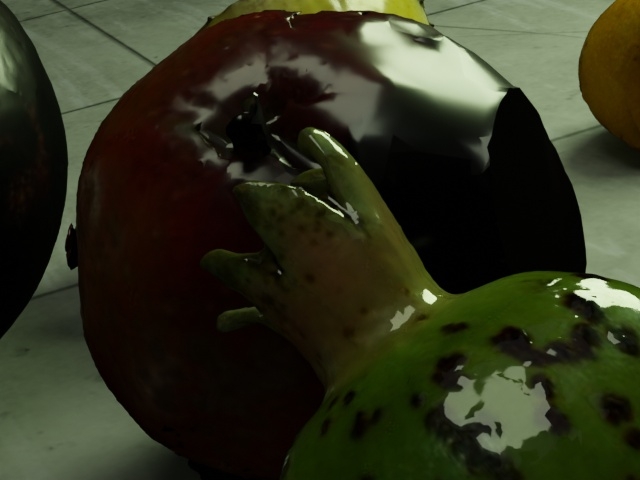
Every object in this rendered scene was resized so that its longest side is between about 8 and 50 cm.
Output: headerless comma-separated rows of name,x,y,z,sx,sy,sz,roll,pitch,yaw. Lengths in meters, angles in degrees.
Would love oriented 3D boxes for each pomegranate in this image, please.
pomegranate,0.054,0.107,0.728,0.286,0.231,0.231,27,30,7

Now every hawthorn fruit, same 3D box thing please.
hawthorn fruit,0.007,0.007,0.966,0.316,0.316,0.316,-8,22,3

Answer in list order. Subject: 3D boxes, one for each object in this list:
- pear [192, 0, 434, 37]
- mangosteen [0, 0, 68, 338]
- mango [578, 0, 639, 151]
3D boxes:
pear,0.004,-0.083,1.340,0.267,0.267,0.178,-16,47,-15
mangosteen,-0.386,-0.065,1.123,0.382,0.435,0.382,-22,53,32
mango,0.330,-0.181,1.416,0.236,0.136,0.166,-35,5,15
